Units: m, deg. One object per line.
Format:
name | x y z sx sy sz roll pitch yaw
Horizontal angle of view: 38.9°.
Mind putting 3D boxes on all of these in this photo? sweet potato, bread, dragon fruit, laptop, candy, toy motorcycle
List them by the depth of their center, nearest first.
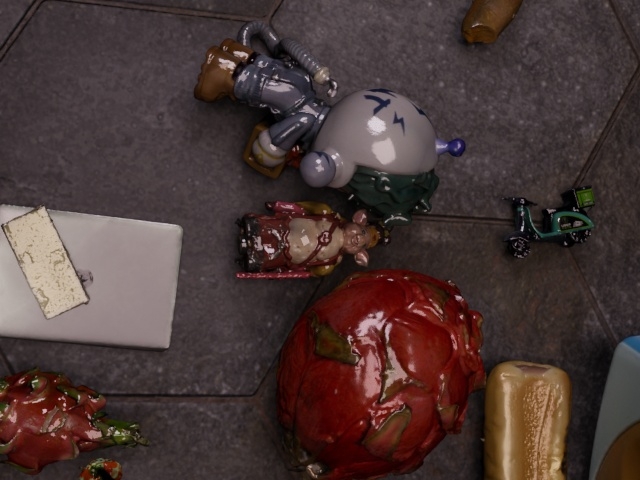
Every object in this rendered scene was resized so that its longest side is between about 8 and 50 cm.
dragon fruit | -0.348 0.246 1.220 0.235 0.137 0.135 11 87 -16
candy | -0.285 0.356 1.232 0.055 0.049 0.185 -12 133 -10
bread | -0.382 0.031 1.263 0.068 0.028 0.154 -26 95 -14
dragon fruit | 0.079 0.185 1.270 0.342 0.277 0.278 -32 94 -20
laptop | -0.338 0.055 1.296 0.268 0.015 0.188 7 85 -14
bread | 0.314 0.342 1.408 0.141 0.091 0.305 5 85 -8
toy motorcycle | 0.366 -0.031 1.467 0.173 0.058 0.100 -11 82 -16
sweet potato | 0.302 -0.405 1.470 0.077 0.077 0.244 40 69 -9

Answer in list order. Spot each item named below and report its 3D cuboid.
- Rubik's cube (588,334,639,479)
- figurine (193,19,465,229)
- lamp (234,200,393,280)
Rubik's cube | 0.629 0.341 1.320 0.351 0.347 0.352 -3 106 -12
figurine | 0.006 -0.152 1.294 0.381 0.186 0.261 25 42 7
lamp | 0.000 0.000 1.340 0.253 0.118 0.119 0 86 -13
